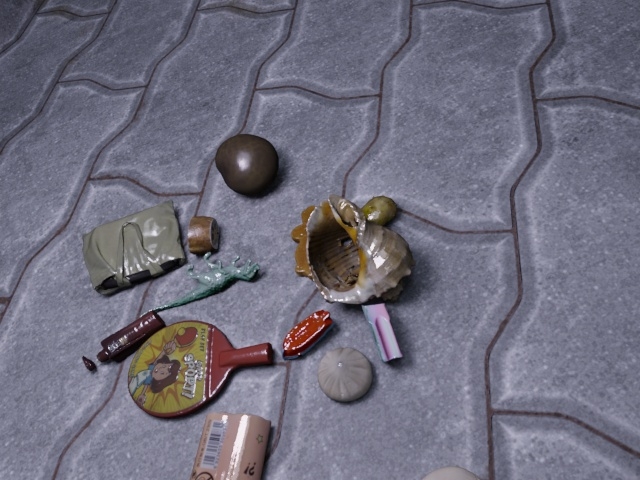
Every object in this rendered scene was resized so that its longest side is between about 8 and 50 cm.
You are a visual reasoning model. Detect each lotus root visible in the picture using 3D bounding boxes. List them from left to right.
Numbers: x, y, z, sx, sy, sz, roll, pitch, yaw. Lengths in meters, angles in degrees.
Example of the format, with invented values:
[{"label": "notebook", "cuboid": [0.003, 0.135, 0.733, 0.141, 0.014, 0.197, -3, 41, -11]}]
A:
[{"label": "lotus root", "cuboid": [-0.361, -0.018, 1.595, 0.081, 0.112, 0.122, -4, 56, 4]}]

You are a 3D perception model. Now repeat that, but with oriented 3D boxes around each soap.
[{"label": "soap", "cuboid": [0.152, 0.223, 1.302, 0.056, 0.100, 0.148, -17, 80, -3]}]

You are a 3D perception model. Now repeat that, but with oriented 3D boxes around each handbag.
[{"label": "handbag", "cuboid": [-0.591, 0.019, 1.639, 0.316, 0.109, 0.253, -20, 58, -5]}]

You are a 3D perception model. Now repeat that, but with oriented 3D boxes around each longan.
[{"label": "longan", "cuboid": [-0.231, -0.244, 1.666, 0.198, 0.198, 0.212, -45, 56, -15]}]

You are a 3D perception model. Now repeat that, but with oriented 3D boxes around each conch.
[{"label": "conch", "cuboid": [0.090, 0.041, 1.385, 0.263, 0.186, 0.324, -34, 80, -6]}]

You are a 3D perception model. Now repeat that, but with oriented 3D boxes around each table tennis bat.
[{"label": "table tennis bat", "cuboid": [-0.327, 0.333, 1.399, 0.416, 0.051, 0.267, -11, 55, 12]}]

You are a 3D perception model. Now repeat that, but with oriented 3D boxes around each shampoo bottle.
[{"label": "shampoo bottle", "cuboid": [-0.559, 0.286, 1.478, 0.236, 0.067, 0.068, -36, 59, -7]}]

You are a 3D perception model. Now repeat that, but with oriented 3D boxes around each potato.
[{"label": "potato", "cuboid": [0.160, -0.075, 1.514, 0.138, 0.070, 0.092, -41, 56, -12]}]

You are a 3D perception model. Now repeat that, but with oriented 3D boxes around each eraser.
[{"label": "eraser", "cuboid": [-0.227, 0.552, 1.204, 0.171, 0.087, 0.290, -1, 57, 18]}]

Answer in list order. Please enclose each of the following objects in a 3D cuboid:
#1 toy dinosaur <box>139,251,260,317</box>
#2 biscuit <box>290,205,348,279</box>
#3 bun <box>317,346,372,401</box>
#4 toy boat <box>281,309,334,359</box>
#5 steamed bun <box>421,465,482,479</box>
[{"label": "toy dinosaur", "cuboid": [-0.363, 0.108, 1.536, 0.384, 0.076, 0.129, -21, 74, 10]}, {"label": "biscuit", "cuboid": [0.001, 0.002, 1.529, 0.185, 0.035, 0.248, -5, 57, 14]}, {"label": "bun", "cuboid": [0.057, 0.319, 1.272, 0.139, 0.094, 0.138, -5, 57, 8]}, {"label": "toy boat", "cuboid": [-0.036, 0.250, 1.364, 0.173, 0.058, 0.069, -40, 56, -4]}, {"label": "steamed bun", "cuboid": [0.281, 0.561, 1.028, 0.177, 0.130, 0.228, -25, 53, -3]}]
